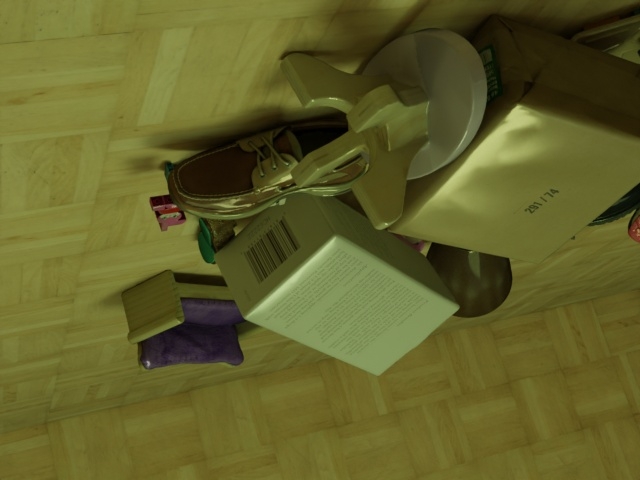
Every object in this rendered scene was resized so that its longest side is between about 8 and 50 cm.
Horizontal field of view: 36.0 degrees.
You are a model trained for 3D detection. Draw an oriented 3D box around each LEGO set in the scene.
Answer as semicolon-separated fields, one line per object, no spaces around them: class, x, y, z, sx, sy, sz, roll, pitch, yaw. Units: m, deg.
LEGO set;-0.164;-0.075;1.533;0.227;0.087;0.093;-10;148;-21

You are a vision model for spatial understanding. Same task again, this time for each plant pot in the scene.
plant pot;0.337;0.033;2.263;0.215;0.215;0.230;-16;150;-1

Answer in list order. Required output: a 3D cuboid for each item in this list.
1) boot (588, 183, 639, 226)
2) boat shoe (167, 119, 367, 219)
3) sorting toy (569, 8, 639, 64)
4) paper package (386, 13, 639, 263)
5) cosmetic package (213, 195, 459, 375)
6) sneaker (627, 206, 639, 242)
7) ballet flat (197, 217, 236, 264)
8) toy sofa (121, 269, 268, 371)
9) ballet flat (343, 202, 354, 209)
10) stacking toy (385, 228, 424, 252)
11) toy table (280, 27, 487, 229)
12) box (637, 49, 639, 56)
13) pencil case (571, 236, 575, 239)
boot;0.466;-0.135;1.911;0.367;0.146;0.445;-22;159;15
boat shoe;-0.069;-0.120;1.455;0.324;0.123;0.116;-16;159;-26
sorting toy;0.453;-0.299;1.498;0.208;0.038;0.193;-21;165;0
paper package;0.288;-0.129;1.445;0.309;0.168;0.325;11;144;-27
cosmetic package;0.042;0.080;1.853;0.230;0.161;0.453;-42;142;14
sneaker;0.762;-0.103;2.125;0.299;0.121;0.112;-44;-157;-17
ballet flat;-0.184;-0.009;1.794;0.067;0.073;0.206;-27;171;-15
toy sofa;-0.251;0.179;2.171;0.150;0.177;0.362;-25;162;29
ballet flat;0.000;0.000;1.984;0.086;0.086;0.248;-10;154;-22
stacking toy;0.154;0.006;2.075;0.175;0.166;0.302;10;140;-41
toy table;0.074;-0.155;1.283;0.161;0.252;0.274;-27;162;-31
box;0.658;-0.190;1.529;0.182;0.294;0.296;-30;164;23
pencil case;0.510;-0.049;2.299;0.236;0.104;0.104;-1;158;-40
